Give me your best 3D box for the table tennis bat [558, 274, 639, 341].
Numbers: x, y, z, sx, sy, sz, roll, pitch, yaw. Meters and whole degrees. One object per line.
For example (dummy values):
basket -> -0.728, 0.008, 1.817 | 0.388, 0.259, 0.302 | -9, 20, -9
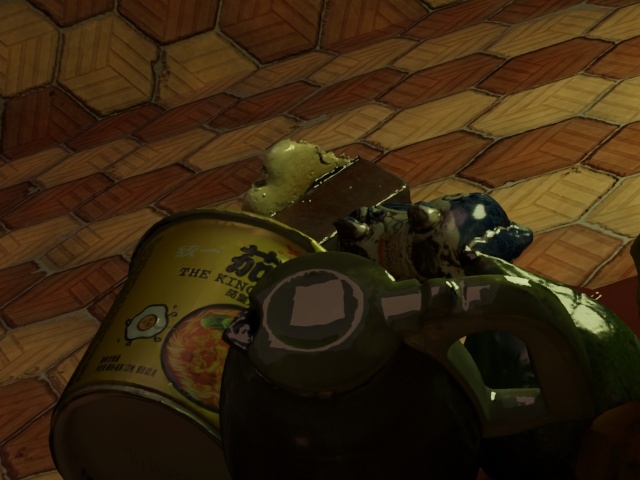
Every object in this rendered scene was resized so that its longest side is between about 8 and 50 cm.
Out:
table tennis bat -> 0.339, 0.080, 1.882 | 0.200, 0.038, 0.310 | -31, 21, -27

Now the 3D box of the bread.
bread -> -0.026, -0.055, 2.453 | 0.039, 0.182, 0.251 | 32, 11, 30

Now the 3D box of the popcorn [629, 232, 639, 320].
popcorn -> 0.430, 0.056, 1.490 | 0.312, 0.312, 0.312 | -19, 19, 7

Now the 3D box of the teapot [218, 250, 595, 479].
teapot -> 0.055, 0.137, 1.475 | 0.321, 0.239, 0.239 | 16, 57, 22

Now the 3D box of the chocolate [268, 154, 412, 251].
chocolate -> 0.000, 0.000, 2.367 | 0.112, 0.112, 0.321 | 20, 42, 41

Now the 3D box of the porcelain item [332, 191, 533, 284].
porcelain item -> 0.149, 0.009, 2.179 | 0.186, 0.138, 0.288 | -14, 6, -38

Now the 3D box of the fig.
fig -> 0.212, 0.107, 1.642 | 0.203, 0.235, 0.203 | -20, 14, 5

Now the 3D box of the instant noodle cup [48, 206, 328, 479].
instant noodle cup -> -0.116, 0.164, 1.764 | 0.325, 0.326, 0.254 | -8, 31, 35

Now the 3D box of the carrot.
carrot -> 0.332, 0.214, 1.413 | 0.114, 0.114, 0.302 | -30, 22, -23
